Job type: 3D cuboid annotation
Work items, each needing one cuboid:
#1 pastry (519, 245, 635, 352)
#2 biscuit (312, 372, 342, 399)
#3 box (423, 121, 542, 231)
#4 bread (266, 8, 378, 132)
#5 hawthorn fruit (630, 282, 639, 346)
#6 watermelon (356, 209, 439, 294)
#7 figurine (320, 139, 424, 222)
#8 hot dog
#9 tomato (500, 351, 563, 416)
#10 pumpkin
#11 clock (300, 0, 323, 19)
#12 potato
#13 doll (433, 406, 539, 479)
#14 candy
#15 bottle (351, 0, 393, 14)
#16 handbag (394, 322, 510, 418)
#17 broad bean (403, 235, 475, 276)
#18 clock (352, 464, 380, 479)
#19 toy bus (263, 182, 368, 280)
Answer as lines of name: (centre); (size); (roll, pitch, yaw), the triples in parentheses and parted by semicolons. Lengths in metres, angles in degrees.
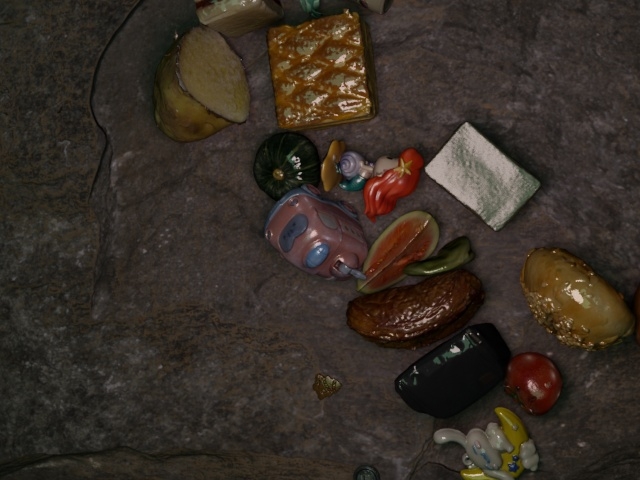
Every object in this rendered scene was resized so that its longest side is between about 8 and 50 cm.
pastry: (0.633, 0.159, 1.727); (0.184, 0.284, 0.316); (-44, 45, 2)
biscuit: (0.021, 0.444, 2.046); (0.092, 0.016, 0.082); (-3, 94, 15)
box: (0.437, -0.177, 1.829); (0.273, 0.143, 0.184); (40, 102, 6)
bread: (0.013, -0.457, 1.868); (0.278, 0.207, 0.279); (-10, 92, 12)
hawthorn fruit: (0.964, 0.195, 1.618); (0.402, 0.403, 0.403); (1, 95, 13)
watermelon: (0.214, 0.015, 1.906); (0.303, 0.159, 0.128); (-47, 61, 20)
figurine: (0.147, -0.169, 1.866); (0.256, 0.181, 0.208); (16, 68, 23)
hot dog: (0.266, 0.201, 1.855); (0.387, 0.267, 0.175); (-17, 73, 15)
tomato: (0.584, 0.387, 1.845); (0.167, 0.167, 0.168); (1, 95, 13)
pumpkin: (-0.092, -0.209, 1.945); (0.211, 0.152, 0.212); (12, 123, 19)
clock: (-0.034, -0.693, 1.916); (0.041, 0.101, 0.135); (-22, 97, -6)
potato: (-0.382, -0.435, 1.957); (0.237, 0.301, 0.289); (-13, 51, 39)
doll: (0.481, 0.594, 1.904); (0.237, 0.111, 0.252); (-34, 96, 15)
candy: (-0.223, -0.658, 1.850); (0.179, 0.320, 0.135); (-15, 94, 11)
bottle: (0.086, -0.731, 1.873); (0.253, 0.120, 0.121); (27, 100, 11)
handbag: (0.368, 0.362, 1.823); (0.301, 0.275, 0.178); (-38, 78, 14)
broad bean: (0.335, 0.059, 1.863); (0.206, 0.153, 0.072); (-27, 91, -15)
clock: (0.140, 0.722, 2.042); (0.085, 0.017, 0.085); (1, 96, 13)
toy bus: (0.000, 0.000, 1.863); (0.197, 0.294, 0.232); (-50, 39, 19)
